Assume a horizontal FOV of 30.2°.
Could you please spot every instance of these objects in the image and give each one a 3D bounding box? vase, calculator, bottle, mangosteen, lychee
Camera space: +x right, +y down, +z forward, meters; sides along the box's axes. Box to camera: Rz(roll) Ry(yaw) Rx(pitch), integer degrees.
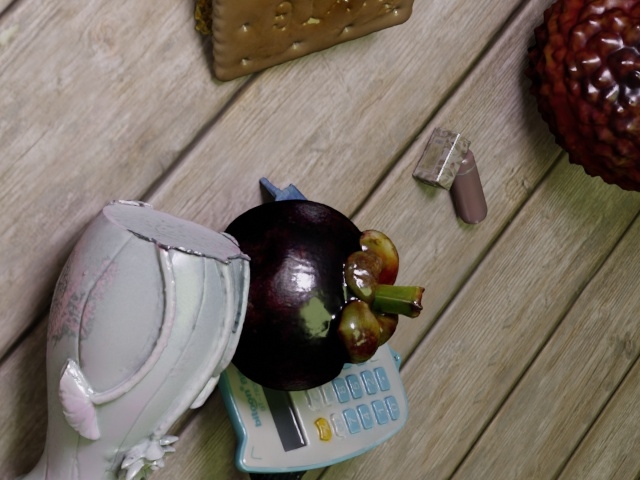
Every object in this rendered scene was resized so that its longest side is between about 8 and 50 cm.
[{"bbox_3d":[-0.261,0.182,1.526,0.250,0.250,0.446,9,107,-46],"label":"vase"},{"bbox_3d":[-0.012,0.217,1.818,0.386,0.054,0.256,-10,74,-41],"label":"calculator"},{"bbox_3d":[0.254,-0.095,2.067,0.053,0.053,0.140,-42,131,-26],"label":"bottle"},{"bbox_3d":[-0.003,0.077,1.659,0.275,0.302,0.275,2,90,-74],"label":"mangosteen"},{"bbox_3d":[0.594,-0.285,2.068,0.499,0.424,0.425,16,94,-31],"label":"lychee"}]

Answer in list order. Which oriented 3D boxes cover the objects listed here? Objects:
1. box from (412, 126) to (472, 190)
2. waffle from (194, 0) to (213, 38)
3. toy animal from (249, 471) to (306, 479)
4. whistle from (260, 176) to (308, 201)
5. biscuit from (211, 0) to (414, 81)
[{"bbox_3d":[0.204,-0.137,1.993,0.045,0.062,0.098,30,85,-45],"label":"box"},{"bbox_3d":[-0.136,-0.313,1.618,0.085,0.016,0.078,25,91,-47],"label":"waffle"},{"bbox_3d":[-0.045,0.316,1.881,0.185,0.122,0.298,34,73,-51],"label":"toy animal"},{"bbox_3d":[0.000,0.000,1.846,0.062,0.062,0.304,-57,136,-12],"label":"whistle"},{"bbox_3d":[0.002,-0.334,1.616,0.324,0.044,0.217,-21,146,-21],"label":"biscuit"}]
